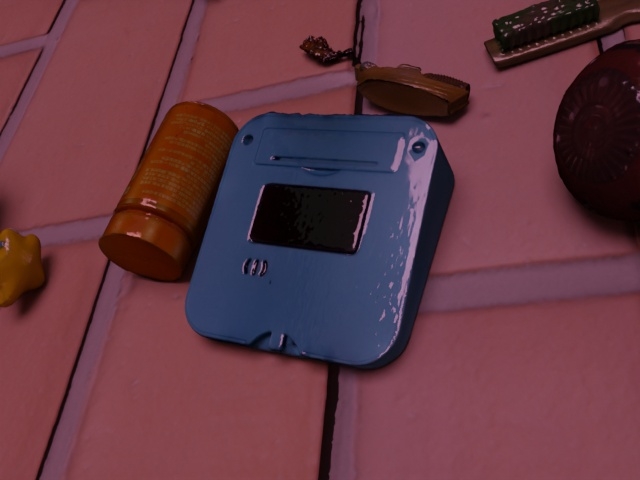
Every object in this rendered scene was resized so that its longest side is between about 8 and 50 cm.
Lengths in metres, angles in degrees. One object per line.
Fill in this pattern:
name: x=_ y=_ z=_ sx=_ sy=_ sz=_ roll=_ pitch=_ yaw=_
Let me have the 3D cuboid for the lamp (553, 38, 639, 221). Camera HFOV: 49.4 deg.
lamp: x=0.283 y=-0.092 z=0.599 sx=0.135 sy=0.156 sz=0.157 roll=0 pitch=79 yaw=-27

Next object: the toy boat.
toy boat: x=0.099 y=-0.174 z=0.793 sx=0.149 sy=0.047 sz=0.049 roll=20 pitch=51 yaw=31

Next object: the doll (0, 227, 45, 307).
doll: x=-0.378 y=0.035 z=0.830 sx=0.113 sy=0.071 sz=0.135 roll=-36 pitch=40 yaw=18

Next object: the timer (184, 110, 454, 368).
timer: x=0.000 y=0.000 z=0.701 sx=0.232 sy=0.091 sz=0.249 roll=7 pitch=69 yaw=26

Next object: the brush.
brush: x=0.322 y=-0.262 z=0.769 sx=0.283 sy=0.048 sz=0.054 roll=-16 pitch=50 yaw=8

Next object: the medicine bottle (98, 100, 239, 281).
medicine bottle: x=-0.163 y=-0.058 z=0.780 sx=0.096 sy=0.096 sz=0.191 roll=4 pitch=57 yaw=25

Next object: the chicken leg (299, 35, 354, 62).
chicken leg: x=0.004 y=-0.245 z=0.902 sx=0.083 sy=0.021 sz=0.036 roll=30 pitch=61 yaw=36
